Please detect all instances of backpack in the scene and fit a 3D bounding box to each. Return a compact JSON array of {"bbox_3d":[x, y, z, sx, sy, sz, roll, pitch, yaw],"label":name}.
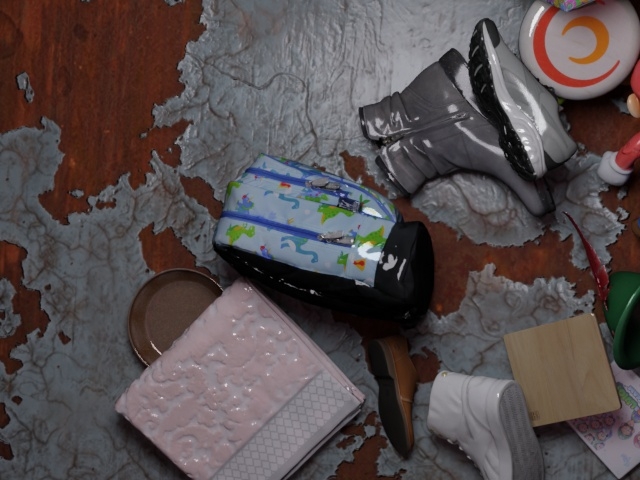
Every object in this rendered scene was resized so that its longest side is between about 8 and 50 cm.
[{"bbox_3d":[0.000,0.000,1.647,0.355,0.290,0.273,2,82,15],"label":"backpack"}]

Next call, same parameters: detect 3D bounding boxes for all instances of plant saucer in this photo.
[{"bbox_3d":[-0.247,0.148,1.784,0.198,0.036,0.199,0,91,7],"label":"plant saucer"}]

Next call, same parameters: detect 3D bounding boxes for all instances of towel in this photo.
[{"bbox_3d":[-0.140,0.282,1.740,0.332,0.053,0.317,-44,94,5],"label":"towel"}]

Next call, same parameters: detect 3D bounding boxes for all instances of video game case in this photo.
[{"bbox_3d":[0.507,0.301,1.690,0.143,0.019,0.157,-43,85,6],"label":"video game case"}]

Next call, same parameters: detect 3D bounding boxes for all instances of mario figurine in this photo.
[{"bbox_3d":[0.570,-0.166,1.608,0.198,0.170,0.321,-14,110,-21],"label":"mario figurine"}]

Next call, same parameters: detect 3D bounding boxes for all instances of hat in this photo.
[{"bbox_3d":[0.484,0.087,1.679,0.183,0.173,0.209,29,105,43],"label":"hat"}]

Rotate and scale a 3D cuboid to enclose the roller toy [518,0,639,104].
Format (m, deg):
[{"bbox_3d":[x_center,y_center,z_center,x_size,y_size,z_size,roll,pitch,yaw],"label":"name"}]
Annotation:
[{"bbox_3d":[0.425,-0.330,1.632,0.209,0.146,0.191,-14,98,13],"label":"roller toy"}]

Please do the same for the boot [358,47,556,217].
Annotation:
[{"bbox_3d":[0.229,-0.136,1.690,0.222,0.118,0.338,-35,75,10],"label":"boot"}]

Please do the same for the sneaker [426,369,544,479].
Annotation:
[{"bbox_3d":[0.275,0.346,1.690,0.169,0.108,0.293,8,121,43],"label":"sneaker"}]

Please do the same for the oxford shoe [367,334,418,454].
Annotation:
[{"bbox_3d":[0.142,0.265,1.719,0.076,0.076,0.212,-14,101,-31],"label":"oxford shoe"}]

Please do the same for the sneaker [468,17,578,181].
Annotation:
[{"bbox_3d":[0.316,-0.231,1.580,0.108,0.100,0.272,-22,82,-9],"label":"sneaker"}]

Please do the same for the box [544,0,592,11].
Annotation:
[{"bbox_3d":[0.433,-0.508,1.520,0.290,0.279,0.177,-23,117,-2],"label":"box"}]

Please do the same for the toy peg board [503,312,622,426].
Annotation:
[{"bbox_3d":[0.414,0.217,1.673,0.160,0.079,0.161,-19,79,28],"label":"toy peg board"}]
